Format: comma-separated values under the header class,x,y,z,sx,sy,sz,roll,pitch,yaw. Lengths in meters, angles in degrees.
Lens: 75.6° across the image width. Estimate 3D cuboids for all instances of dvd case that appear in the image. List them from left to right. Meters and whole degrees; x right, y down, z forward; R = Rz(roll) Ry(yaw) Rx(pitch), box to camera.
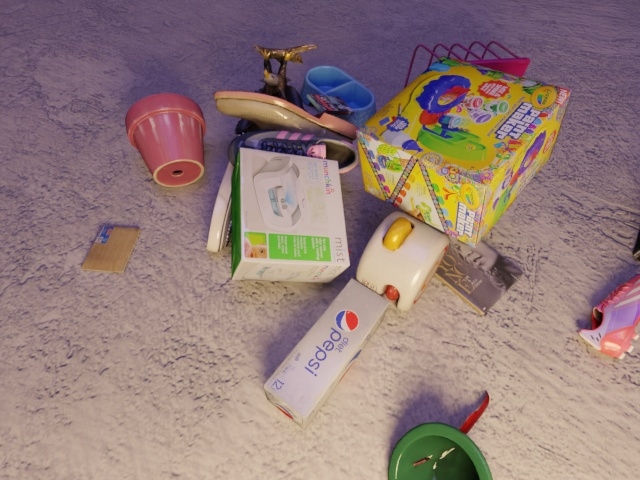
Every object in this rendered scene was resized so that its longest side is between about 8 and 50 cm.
class,x,y,z,sx,sy,sz,roll,pitch,yaw
dvd case,0.029,-0.393,1.194,0.119,0.013,0.087,-12,53,-36
dvd case,0.348,0.054,0.992,0.164,0.018,0.221,-35,62,-25

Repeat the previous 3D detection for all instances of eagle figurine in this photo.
class,x,y,z,sx,sy,sz,roll,pitch,yaw
eagle figurine,-0.136,-0.439,1.254,0.226,0.298,0.225,-1,0,41

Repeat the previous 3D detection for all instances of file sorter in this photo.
class,x,y,z,sx,sy,sz,roll,pitch,yaw
file sorter,0.430,-0.490,1.269,0.291,0.202,0.182,-12,51,-20

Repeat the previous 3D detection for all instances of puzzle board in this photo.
class,x,y,z,sx,sy,sz,roll,pitch,yaw
puzzle board,-0.495,0.019,0.983,0.096,0.011,0.128,4,53,2

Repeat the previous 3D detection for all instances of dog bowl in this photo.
class,x,y,z,sx,sy,sz,roll,pitch,yaw
dog bowl,0.059,-0.464,1.328,0.166,0.074,0.297,-31,61,-23

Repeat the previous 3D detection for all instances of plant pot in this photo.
class,x,y,z,sx,sy,sz,roll,pitch,yaw
plant pot,-0.391,-0.250,1.087,0.201,0.201,0.180,-16,72,-14

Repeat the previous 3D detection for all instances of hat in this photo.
class,x,y,z,sx,sy,sz,roll,pitch,yaw
hat,0.247,0.403,0.727,0.208,0.184,0.173,-48,52,15

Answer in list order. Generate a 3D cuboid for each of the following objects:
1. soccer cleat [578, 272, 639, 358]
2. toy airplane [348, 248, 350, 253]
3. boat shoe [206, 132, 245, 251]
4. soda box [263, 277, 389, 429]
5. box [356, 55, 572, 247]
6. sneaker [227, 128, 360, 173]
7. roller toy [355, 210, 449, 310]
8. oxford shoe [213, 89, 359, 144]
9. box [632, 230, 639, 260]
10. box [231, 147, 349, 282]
class,x,y,z,sx,sy,sz,roll,pitch,yaw
soccer cleat,0.656,0.146,0.904,0.095,0.083,0.248,32,61,25
toy airplane,0.000,0.000,1.008,0.151,0.028,0.151,5,61,-9
boat shoe,-0.169,-0.113,1.033,0.158,0.127,0.340,16,64,-11
soda box,0.019,0.215,0.812,0.098,0.091,0.286,31,58,19
box,0.277,-0.191,0.836,0.279,0.177,0.290,33,67,31
sneaker,-0.054,-0.212,0.984,0.319,0.112,0.131,-5,9,-25
roller toy,0.169,0.040,0.884,0.146,0.191,0.209,30,18,19
oxford shoe,-0.098,-0.295,1.107,0.397,0.146,0.140,15,11,-8
box,1.052,-0.067,0.833,0.480,0.471,0.297,31,57,19
box,-0.074,-0.048,0.909,0.231,0.127,0.261,4,65,-20
